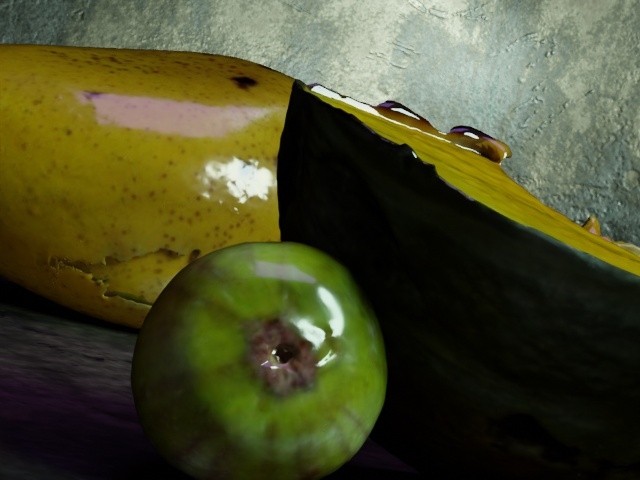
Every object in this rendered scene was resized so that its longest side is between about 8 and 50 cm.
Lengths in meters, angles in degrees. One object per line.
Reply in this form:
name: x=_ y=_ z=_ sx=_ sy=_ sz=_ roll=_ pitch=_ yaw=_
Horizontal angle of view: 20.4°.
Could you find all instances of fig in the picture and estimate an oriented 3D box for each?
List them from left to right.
fig: x=-0.016 y=0.055 z=0.651 sx=0.093 sy=0.093 sz=0.166 roll=14 pitch=-14 yaw=10

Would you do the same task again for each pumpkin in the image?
pumpkin: x=0.115 y=0.060 z=0.688 sx=0.312 sy=0.148 sz=0.169 roll=15 pitch=17 yaw=-31

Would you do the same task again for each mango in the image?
mango: x=-0.110 y=-0.034 z=1.024 sx=0.290 sy=0.159 sz=0.191 roll=13 pitch=27 yaw=-13
